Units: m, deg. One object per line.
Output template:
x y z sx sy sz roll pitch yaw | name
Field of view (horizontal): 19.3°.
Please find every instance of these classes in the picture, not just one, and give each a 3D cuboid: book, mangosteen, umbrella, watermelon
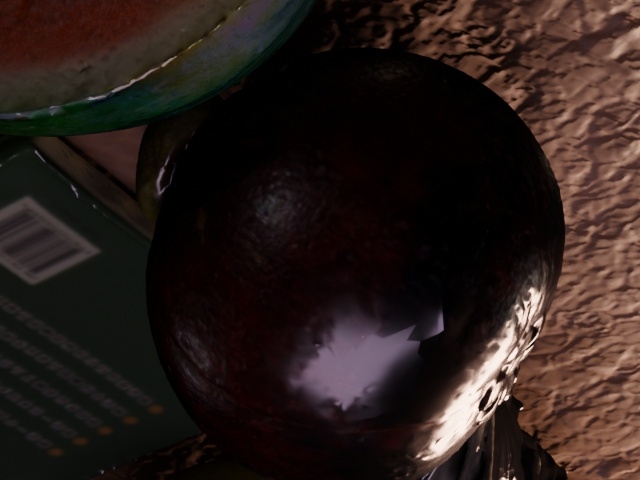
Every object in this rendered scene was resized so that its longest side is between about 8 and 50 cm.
-0.219 0.076 1.100 0.371 0.043 0.260 -24 135 26 | book
0.006 0.004 0.879 0.216 0.216 0.216 0 143 0 | mangosteen
0.104 0.138 1.133 0.106 0.113 0.357 9 158 35 | umbrella
-0.063 -0.098 0.825 0.231 0.128 0.146 -13 160 13 | watermelon

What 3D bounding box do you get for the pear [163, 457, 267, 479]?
-0.032 0.274 1.182 0.294 0.294 0.294 0 143 0 | pear
